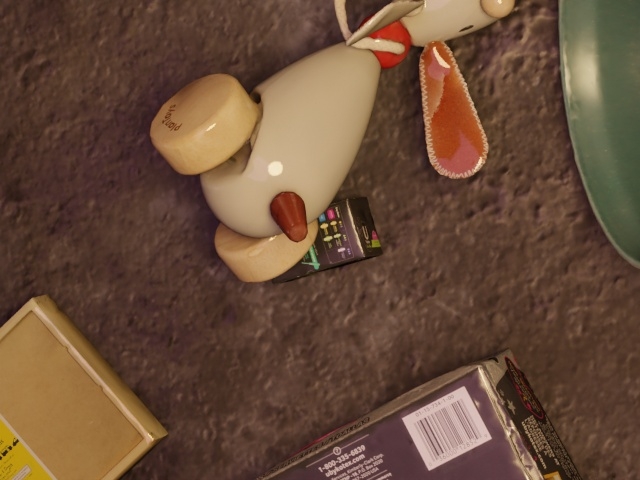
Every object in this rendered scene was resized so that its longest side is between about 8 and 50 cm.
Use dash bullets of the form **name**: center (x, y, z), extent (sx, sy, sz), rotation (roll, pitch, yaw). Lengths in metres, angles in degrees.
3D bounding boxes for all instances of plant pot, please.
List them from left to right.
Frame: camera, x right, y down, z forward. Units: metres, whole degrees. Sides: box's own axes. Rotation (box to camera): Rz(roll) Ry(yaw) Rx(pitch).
- **plant pot**: center (0.313, -0.134, 1.430), extent (0.196, 0.293, 0.293), rotation (-7, 92, -10)

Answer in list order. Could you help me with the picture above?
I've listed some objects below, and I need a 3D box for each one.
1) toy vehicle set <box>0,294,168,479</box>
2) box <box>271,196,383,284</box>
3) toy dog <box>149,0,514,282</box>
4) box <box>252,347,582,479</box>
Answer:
- **toy vehicle set**: center (-0.283, 0.196, 1.727), extent (0.267, 0.035, 0.166), rotation (-43, 82, 14)
- **box**: center (0.000, 0.000, 1.619), extent (0.083, 0.062, 0.052), rotation (-17, 88, 16)
- **toy dog**: center (0.027, -0.104, 1.504), extent (0.334, 0.220, 0.161), rotation (-57, 36, 4)
- **box**: center (0.072, 0.213, 1.574), extent (0.247, 0.142, 0.163), rotation (-29, 85, 14)
